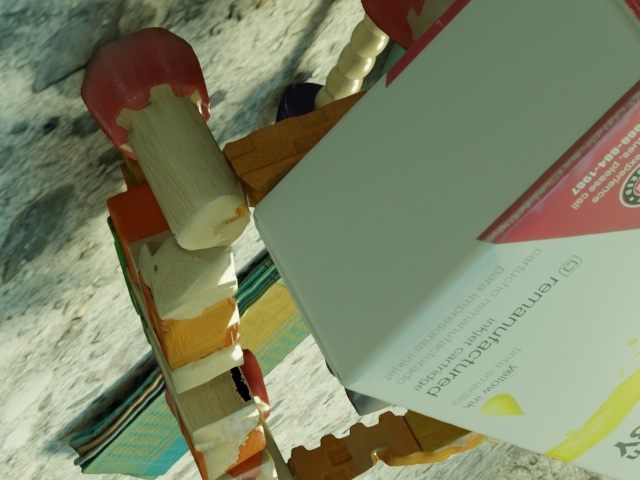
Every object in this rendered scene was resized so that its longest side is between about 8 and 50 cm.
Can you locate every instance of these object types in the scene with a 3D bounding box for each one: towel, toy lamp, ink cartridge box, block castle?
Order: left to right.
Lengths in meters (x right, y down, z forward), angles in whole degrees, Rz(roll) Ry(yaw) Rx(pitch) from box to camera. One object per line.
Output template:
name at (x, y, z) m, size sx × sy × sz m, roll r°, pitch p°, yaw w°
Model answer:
towel at (-0.091, 0.115, 1.900) m, size 0.370 × 0.040 × 0.271 m, roll -44°, pitch 165°, yaw 2°
block castle at (0.000, 0.000, 1.364) m, size 0.303 × 0.213 × 0.453 m, roll -21°, pitch 142°, yaw -11°
toy lamp at (0.031, -0.149, 1.431) m, size 0.080 × 0.080 × 0.275 m, roll -26°, pitch 156°, yaw -42°
ink cartridge box at (0.195, -0.002, 1.180) m, size 0.384 × 0.160 × 0.279 m, roll 23°, pitch 118°, yaw -45°

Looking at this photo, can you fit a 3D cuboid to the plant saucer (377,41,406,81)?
plant saucer at (0.155, -0.184, 1.638) m, size 0.317 × 0.043 × 0.318 m, roll -38°, pitch 157°, yaw -19°
